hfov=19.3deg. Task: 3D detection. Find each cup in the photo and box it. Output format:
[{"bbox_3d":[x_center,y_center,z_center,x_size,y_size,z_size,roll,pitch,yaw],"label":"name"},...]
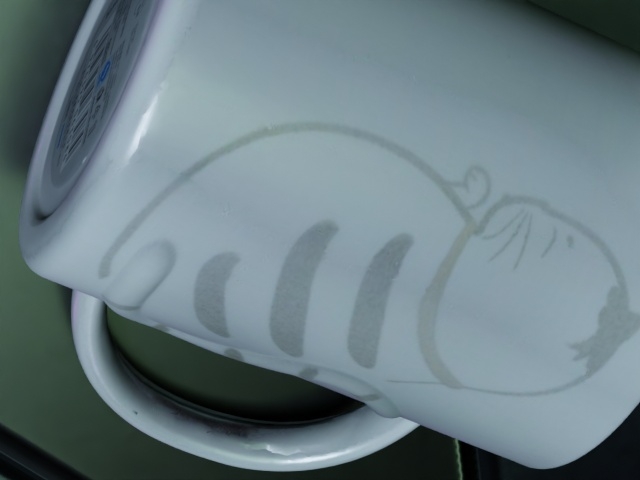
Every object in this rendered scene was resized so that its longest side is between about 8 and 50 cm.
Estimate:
[{"bbox_3d":[0.003,0.001,0.424,0.133,0.099,0.136,22,98,-19],"label":"cup"}]
